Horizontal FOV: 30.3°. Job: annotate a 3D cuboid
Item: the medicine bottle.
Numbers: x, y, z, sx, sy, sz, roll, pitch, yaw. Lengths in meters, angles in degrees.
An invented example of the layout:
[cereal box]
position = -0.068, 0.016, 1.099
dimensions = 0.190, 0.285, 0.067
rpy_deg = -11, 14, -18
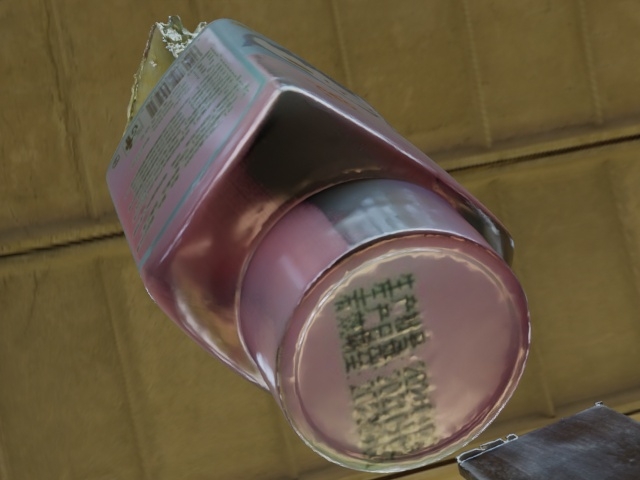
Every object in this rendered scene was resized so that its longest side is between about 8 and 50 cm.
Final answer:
[medicine bottle]
position = 0.000, 0.000, 0.423
dimensions = 0.119, 0.188, 0.094
rpy_deg = 32, -81, -26

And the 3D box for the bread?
[bread]
position = -0.107, -0.095, 0.961
dimensions = 0.064, 0.232, 0.172
rpy_deg = -6, -93, -33

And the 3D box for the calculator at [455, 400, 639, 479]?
[calculator]
position = 0.229, 0.197, 0.977
dimensions = 0.161, 0.262, 0.021
rpy_deg = -18, -78, -12
